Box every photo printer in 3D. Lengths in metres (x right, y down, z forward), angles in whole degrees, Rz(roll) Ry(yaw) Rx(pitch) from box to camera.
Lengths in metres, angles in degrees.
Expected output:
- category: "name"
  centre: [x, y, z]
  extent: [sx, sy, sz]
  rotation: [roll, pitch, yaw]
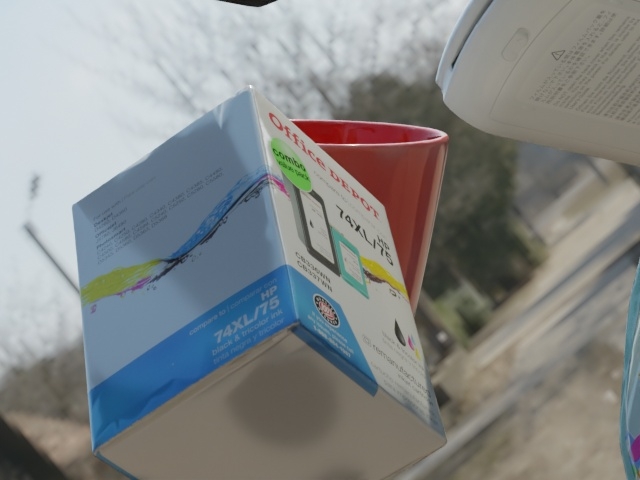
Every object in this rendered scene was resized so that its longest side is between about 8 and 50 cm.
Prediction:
- category: "photo printer"
  centre: [0.273, -0.191, 1.716]
  extent: [0.307, 0.107, 0.256]
  rotation: [9, -45, -32]

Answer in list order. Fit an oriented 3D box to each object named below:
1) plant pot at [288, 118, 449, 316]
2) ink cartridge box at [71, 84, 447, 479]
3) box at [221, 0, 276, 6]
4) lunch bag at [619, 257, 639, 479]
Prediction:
- category: "plant pot"
  centre: [0.000, 0.000, 2.010]
  extent: [0.275, 0.243, 0.275]
  rotation: [3, 9, 0]
- category: "ink cartridge box"
  centre: [-0.055, 0.063, 1.470]
  extent: [0.197, 0.198, 0.270]
  rotation: [-33, 42, 19]
- category: "box"
  centre: [0.037, -0.368, 1.296]
  extent: [0.097, 0.318, 0.395]
  rotation: [3, -12, -40]
- category: "lunch bag"
  centre: [0.307, 0.061, 1.240]
  extent: [0.223, 0.160, 0.262]
  rotation: [-51, 12, 47]
